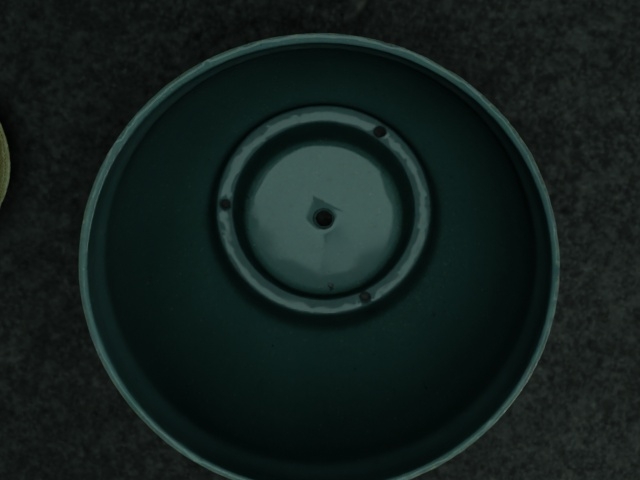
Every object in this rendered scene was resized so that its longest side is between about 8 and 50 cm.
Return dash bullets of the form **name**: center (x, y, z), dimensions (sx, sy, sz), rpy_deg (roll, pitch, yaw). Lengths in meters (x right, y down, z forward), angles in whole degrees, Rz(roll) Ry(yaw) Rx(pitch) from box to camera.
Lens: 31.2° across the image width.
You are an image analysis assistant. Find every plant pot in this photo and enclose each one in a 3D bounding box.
- **plant pot**: center (0.000, 0.000, 0.790), dimensions (0.293, 0.196, 0.293), rpy_deg (0, 103, 1)

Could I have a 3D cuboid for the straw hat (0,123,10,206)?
- **straw hat**: center (-0.299, -0.050, 0.850), dimensions (0.145, 0.061, 0.144), rpy_deg (-1, 94, -14)
